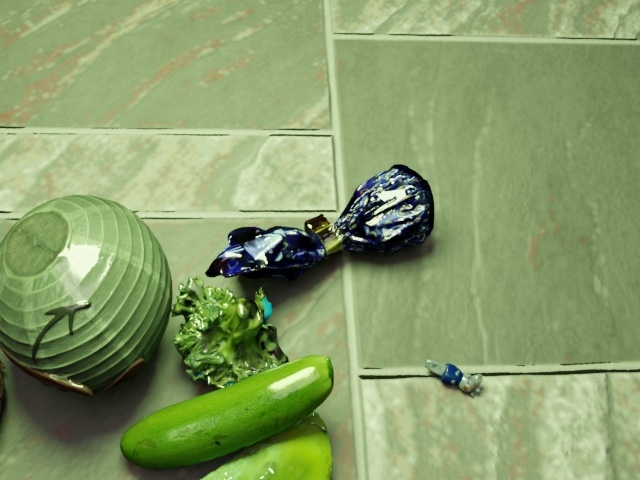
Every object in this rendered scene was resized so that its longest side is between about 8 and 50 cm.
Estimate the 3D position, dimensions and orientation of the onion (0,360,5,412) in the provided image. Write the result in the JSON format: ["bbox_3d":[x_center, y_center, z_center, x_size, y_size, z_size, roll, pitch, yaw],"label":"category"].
[{"bbox_3d":[-0.504,0.201,0.791,0.216,0.207,0.206,-22,62,-10],"label":"onion"}]

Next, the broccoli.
[{"bbox_3d":[-0.114,0.118,0.892,0.154,0.160,0.167,-5,68,-35],"label":"broccoli"}]

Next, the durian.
[{"bbox_3d":[-0.071,0.313,0.819,0.250,0.101,0.139,-30,67,-24],"label":"durian"}]

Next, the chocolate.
[{"bbox_3d":[-0.004,-0.001,0.992,0.343,0.148,0.126,-22,109,-18],"label":"chocolate"}]

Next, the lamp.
[{"bbox_3d":[-0.299,0.070,0.868,0.233,0.233,0.265,-30,46,-19],"label":"lamp"}]

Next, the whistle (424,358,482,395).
[{"bbox_3d":[0.187,0.188,0.952,0.083,0.029,0.033,25,94,4],"label":"whistle"}]

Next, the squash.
[{"bbox_3d":[-0.114,0.221,0.844,0.292,0.082,0.082,-21,63,5],"label":"squash"}]
